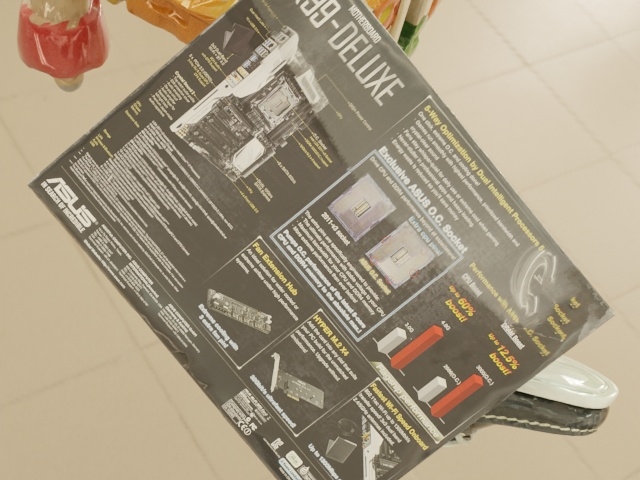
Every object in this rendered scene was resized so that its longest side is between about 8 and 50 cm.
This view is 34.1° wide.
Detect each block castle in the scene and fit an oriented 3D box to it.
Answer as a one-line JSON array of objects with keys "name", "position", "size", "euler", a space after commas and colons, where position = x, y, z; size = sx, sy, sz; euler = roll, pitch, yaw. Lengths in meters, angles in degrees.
[{"name": "block castle", "position": [-0.043, -0.266, 1.023], "size": [0.303, 0.213, 0.453], "euler": [31, 52, 12]}]

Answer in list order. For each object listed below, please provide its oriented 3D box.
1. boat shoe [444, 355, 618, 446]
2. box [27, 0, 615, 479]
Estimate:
[{"name": "boat shoe", "position": [0.093, 0.121, 0.863], "size": [0.302, 0.091, 0.114], "euler": [12, 8, 38]}, {"name": "box", "position": [0.000, 0.000, 0.693], "size": [0.307, 0.242, 0.076], "euler": [50, 8, -3]}]
